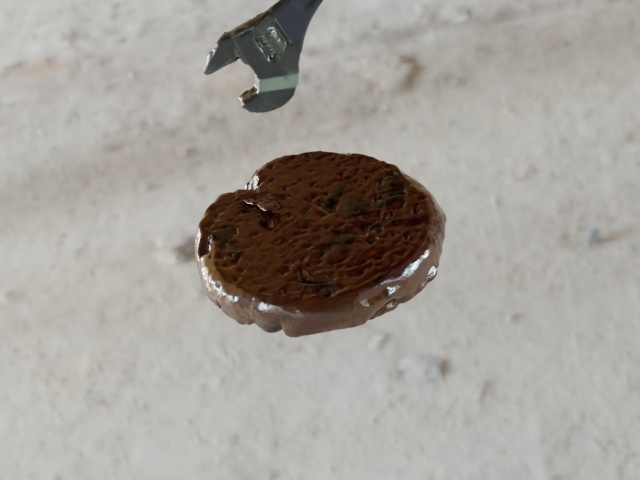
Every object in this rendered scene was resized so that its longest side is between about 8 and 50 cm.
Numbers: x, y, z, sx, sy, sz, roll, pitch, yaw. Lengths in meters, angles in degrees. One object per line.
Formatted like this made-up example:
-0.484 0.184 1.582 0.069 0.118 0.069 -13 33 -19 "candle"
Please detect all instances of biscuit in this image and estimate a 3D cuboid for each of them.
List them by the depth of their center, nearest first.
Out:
0.000 0.000 1.159 0.192 0.049 0.192 -7 40 6 "biscuit"

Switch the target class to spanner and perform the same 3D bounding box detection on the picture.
0.011 -0.240 1.320 0.316 0.087 0.024 -54 35 19 "spanner"
